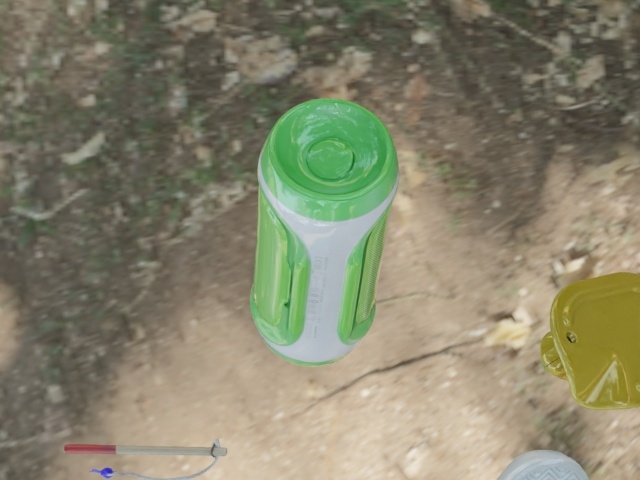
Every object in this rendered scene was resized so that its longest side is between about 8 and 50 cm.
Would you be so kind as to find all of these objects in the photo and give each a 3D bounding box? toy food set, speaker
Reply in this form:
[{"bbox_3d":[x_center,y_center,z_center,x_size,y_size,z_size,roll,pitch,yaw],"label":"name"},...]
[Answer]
[{"bbox_3d":[0.277,0.101,1.596,0.071,0.218,0.128,-45,63,45],"label":"toy food set"},{"bbox_3d":[0.000,0.000,1.583,0.131,0.131,0.296,33,151,15],"label":"speaker"}]

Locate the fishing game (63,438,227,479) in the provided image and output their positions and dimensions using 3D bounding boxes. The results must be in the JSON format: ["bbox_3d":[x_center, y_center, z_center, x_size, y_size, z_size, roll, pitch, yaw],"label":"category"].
[{"bbox_3d":[-0.132,0.290,1.386,0.189,0.041,0.264,-1,90,12],"label":"fishing game"}]

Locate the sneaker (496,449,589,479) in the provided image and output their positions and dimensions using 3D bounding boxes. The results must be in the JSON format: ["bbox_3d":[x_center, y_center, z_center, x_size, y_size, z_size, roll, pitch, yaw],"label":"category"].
[{"bbox_3d":[0.140,0.275,1.405,0.108,0.169,0.293,4,110,-11],"label":"sneaker"}]
